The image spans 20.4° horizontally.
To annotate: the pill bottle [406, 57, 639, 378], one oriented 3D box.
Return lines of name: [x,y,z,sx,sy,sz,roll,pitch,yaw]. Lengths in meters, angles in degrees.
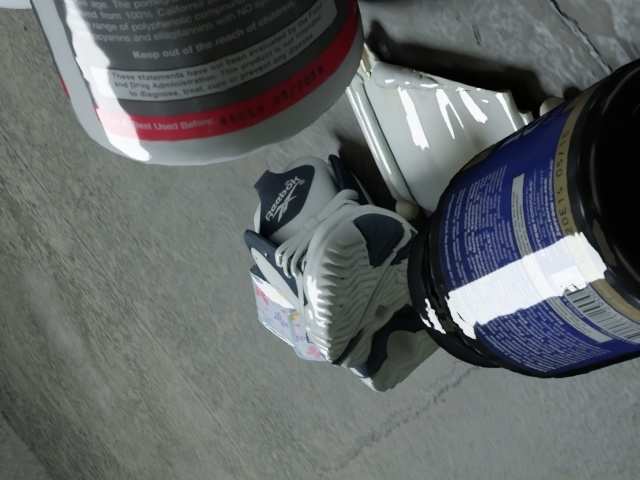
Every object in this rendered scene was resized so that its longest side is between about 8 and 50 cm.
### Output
pill bottle: [0.125,-0.001,0.834,0.123,0.123,0.219,56,156,-2]

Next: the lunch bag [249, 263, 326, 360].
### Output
lunch bag: [-0.009,0.050,1.317,0.083,0.053,0.071,34,154,24]

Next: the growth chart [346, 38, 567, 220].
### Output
growth chart: [0.090,-0.035,1.017,0.237,0.021,0.172,27,146,51]

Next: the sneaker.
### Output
sneaker: [0.000,0.000,1.126,0.153,0.094,0.235,46,-179,21]

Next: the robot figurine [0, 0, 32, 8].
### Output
robot figurine: [-0.197,-0.272,1.058,0.173,0.209,0.278,19,141,37]

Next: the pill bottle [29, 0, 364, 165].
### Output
pill bottle: [-0.090,-0.209,0.922,0.176,0.176,0.319,35,152,41]
